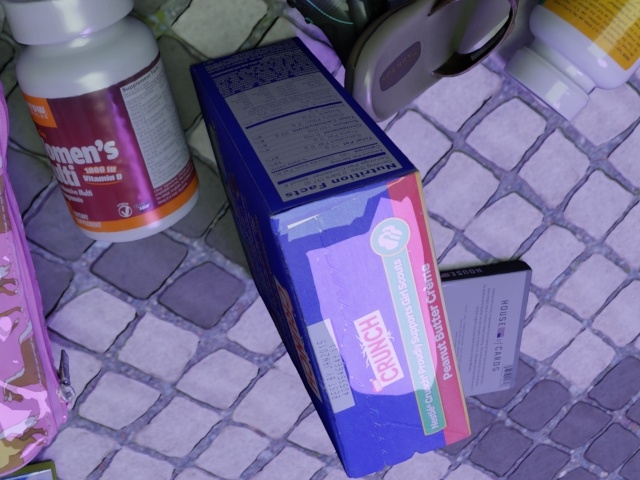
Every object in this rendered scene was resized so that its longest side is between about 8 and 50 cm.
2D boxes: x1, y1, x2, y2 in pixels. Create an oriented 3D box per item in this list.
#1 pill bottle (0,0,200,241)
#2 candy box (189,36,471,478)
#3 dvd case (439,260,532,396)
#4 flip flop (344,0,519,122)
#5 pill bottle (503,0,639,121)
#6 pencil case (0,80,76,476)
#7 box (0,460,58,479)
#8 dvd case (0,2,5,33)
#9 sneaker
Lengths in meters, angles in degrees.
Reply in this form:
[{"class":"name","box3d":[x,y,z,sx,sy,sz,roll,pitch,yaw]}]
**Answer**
[{"class":"pill bottle","box3d":[-0.188,-0.118,0.805,0.121,0.121,0.221,-18,123,-8]},{"class":"candy box","box3d":[0.000,0.000,0.820,0.122,0.317,0.268,-19,124,-7]},{"class":"dvd case","box3d":[0.129,0.119,1.107,0.239,0.029,0.179,-7,121,-15]},{"class":"flip flop","box3d":[0.129,-0.200,0.842,0.277,0.080,0.112,-45,137,-26]},{"class":"pill bottle","box3d":[0.279,-0.222,0.904,0.118,0.117,0.208,31,106,-30]},{"class":"pencil case","box3d":[-0.330,0.025,0.821,0.167,0.160,0.386,-26,127,-33]},{"class":"box","box3d":[-0.346,0.323,1.058,0.109,0.042,0.178,-9,121,-15]},{"class":"dvd case","box3d":[-0.312,-0.273,0.735,0.165,0.018,0.221,15,113,-25]},{"class":"sneaker","box3d":[-0.009,-0.255,0.819,0.106,0.101,0.267,-5,135,21]}]
